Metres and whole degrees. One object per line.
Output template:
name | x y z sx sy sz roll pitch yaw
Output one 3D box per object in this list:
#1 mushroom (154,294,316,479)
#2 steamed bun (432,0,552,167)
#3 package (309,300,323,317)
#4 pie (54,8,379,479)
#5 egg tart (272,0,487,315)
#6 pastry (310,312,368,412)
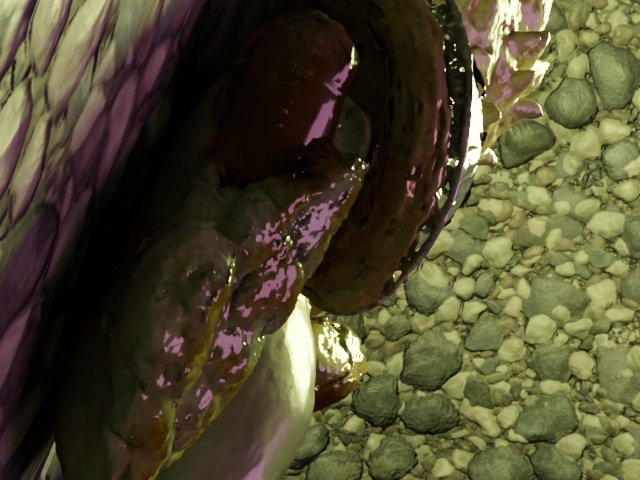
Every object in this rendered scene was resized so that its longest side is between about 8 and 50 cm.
mushroom | -0.089 0.155 1.157 0.397 0.126 0.177 -65 -175 -22
steamed bun | 0.082 -0.101 1.253 0.292 0.137 0.295 -42 168 -13
package | 0.000 0.000 1.428 0.168 0.090 0.226 -36 -169 25
pie | -0.066 0.022 0.909 0.274 0.105 0.257 -64 -176 -28
egg tart | 0.033 -0.068 1.020 0.234 0.094 0.234 -8 -100 58
pastry | -0.035 0.118 1.483 0.153 0.153 0.081 99 -25 -72
